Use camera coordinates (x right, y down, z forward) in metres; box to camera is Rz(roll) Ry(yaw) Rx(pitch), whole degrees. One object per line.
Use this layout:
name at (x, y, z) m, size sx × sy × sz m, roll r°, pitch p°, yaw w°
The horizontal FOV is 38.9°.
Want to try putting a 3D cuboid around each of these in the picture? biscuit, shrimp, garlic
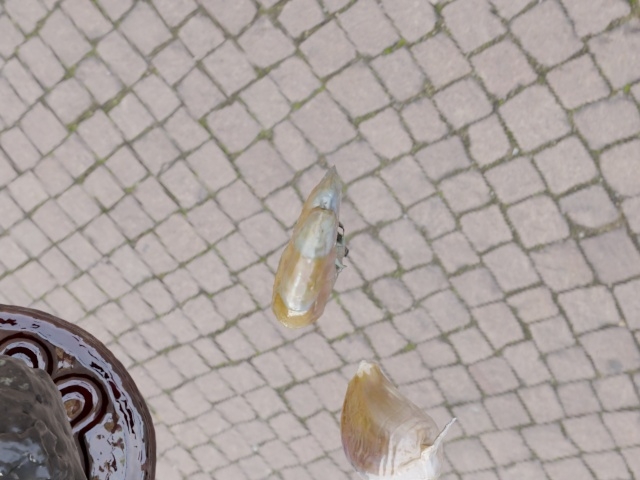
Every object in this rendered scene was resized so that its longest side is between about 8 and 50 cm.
biscuit at (-0.398, 0.266, 1.066) m, size 0.407 × 0.407 × 0.091 m, roll 35°, pitch 155°, yaw 0°
shrimp at (0.000, 0.000, 0.576) m, size 0.042 × 0.190 × 0.101 m, roll 18°, pitch 98°, yaw 1°
garlic at (0.090, 0.224, 1.038) m, size 0.090 × 0.198 × 0.128 m, roll 0°, pitch 102°, yaw -22°

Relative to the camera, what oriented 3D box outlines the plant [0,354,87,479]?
plant at (-0.215, 0.171, 0.569) m, size 0.131 × 0.203 × 0.142 m, roll -21°, pitch 122°, yaw -11°
